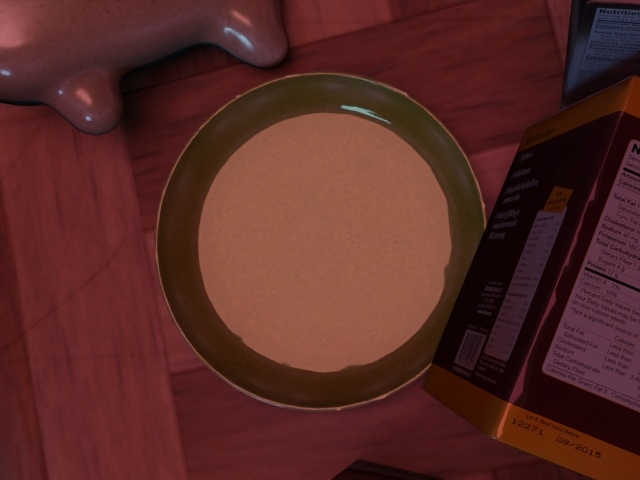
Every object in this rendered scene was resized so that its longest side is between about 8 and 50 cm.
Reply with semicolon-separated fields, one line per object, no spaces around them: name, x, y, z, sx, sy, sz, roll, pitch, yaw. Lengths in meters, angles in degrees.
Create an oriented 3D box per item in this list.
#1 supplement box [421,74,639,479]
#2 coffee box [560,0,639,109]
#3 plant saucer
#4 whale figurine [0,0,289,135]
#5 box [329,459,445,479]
supplement box;0.169;0.032;0.562;0.129;0.191;0.194;23;87;-4
coffee box;0.201;-0.165;0.561;0.098;0.246;0.141;6;86;11
plant saucer;0.000;0.000;0.695;0.240;0.037;0.241;-1;86;11
whale figurine;-0.160;-0.181;0.712;0.271;0.141;0.216;0;85;-13
box;0.056;0.219;0.565;0.148;0.232;0.127;12;87;12
